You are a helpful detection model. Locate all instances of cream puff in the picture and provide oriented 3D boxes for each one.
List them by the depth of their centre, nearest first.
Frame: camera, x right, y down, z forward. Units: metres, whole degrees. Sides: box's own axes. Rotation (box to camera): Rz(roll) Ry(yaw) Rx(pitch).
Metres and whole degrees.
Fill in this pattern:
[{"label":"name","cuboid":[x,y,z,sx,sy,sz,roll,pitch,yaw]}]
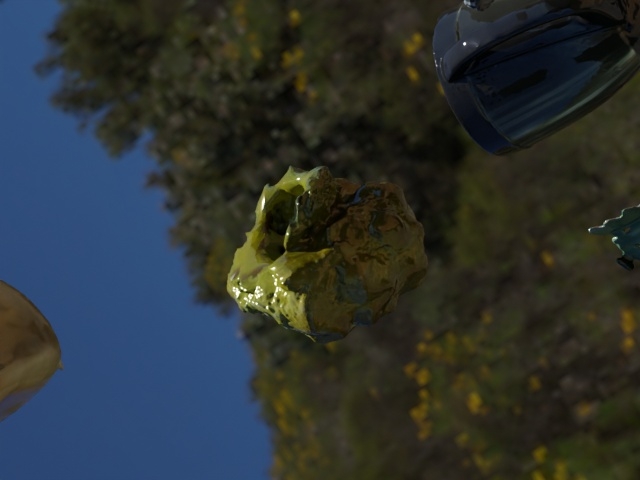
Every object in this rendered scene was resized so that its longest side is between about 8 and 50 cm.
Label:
[{"label":"cream puff","cuboid":[-0.001,0.001,2.427,0.282,0.282,0.185,-99,-7,-62]}]

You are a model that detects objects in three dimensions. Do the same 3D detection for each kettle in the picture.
[{"label":"kettle","cuboid":[0.293,-0.257,2.387,0.251,0.271,0.207,44,-144,-37]}]

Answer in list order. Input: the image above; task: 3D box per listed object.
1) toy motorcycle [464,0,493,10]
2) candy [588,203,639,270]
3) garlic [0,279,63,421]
[{"label":"toy motorcycle","cuboid":[0.193,-0.348,1.991,0.094,0.229,0.130,26,-165,24]},{"label":"candy","cuboid":[0.497,-0.022,2.082,0.398,0.263,0.172,19,-139,-41]},{"label":"garlic","cuboid":[-0.398,0.103,1.846,0.286,0.249,0.313,15,-161,6]}]
